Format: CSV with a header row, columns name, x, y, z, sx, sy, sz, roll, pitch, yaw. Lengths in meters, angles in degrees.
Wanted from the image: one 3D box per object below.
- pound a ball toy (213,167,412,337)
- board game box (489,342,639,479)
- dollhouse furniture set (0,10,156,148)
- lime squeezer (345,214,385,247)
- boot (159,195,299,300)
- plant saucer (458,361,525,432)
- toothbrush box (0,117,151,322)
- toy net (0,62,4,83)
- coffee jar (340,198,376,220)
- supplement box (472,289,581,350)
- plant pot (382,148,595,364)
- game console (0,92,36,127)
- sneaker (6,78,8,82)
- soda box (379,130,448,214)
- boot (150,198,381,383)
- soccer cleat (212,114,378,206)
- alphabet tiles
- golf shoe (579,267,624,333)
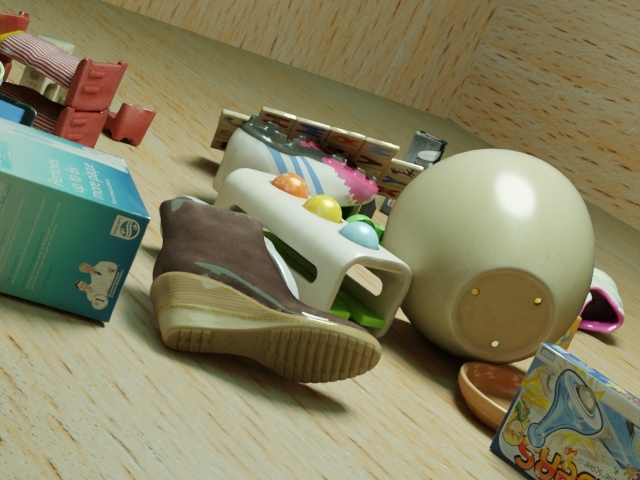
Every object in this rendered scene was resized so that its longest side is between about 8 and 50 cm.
name,x,y,z,sx,sy,sz,roll,pitch,yaw
pound a ball toy,0.000,0.000,1.735,0.208,0.136,0.319,12,18,-42
board game box,0.285,0.215,1.373,0.035,0.136,0.201,11,17,-46
dollhouse furniture set,-0.368,-0.240,2.001,0.201,0.152,0.374,27,13,15
lime squeezer,0.093,0.008,2.048,0.310,0.059,0.110,24,12,-5
boot,-0.080,0.030,1.570,0.123,0.095,0.258,18,18,-47
plant saucer,0.252,0.209,1.562,0.200,0.037,0.200,23,13,-6
toothbrush box,-0.344,-0.047,1.331,0.295,0.126,0.216,18,14,-21
toy net,-0.428,-0.144,1.604,0.122,0.045,0.232,-6,49,-34
coffee jar,0.000,-0.079,2.177,0.184,0.079,0.096,18,20,-24
supplement box,0.313,0.096,2.042,0.078,0.080,0.233,18,13,-23
plant pot,0.223,0.048,1.672,0.284,0.284,0.191,22,23,-9
game console,-0.448,-0.151,1.648,0.144,0.085,0.124,22,8,-4
sneaker,-0.571,-0.321,2.060,0.252,0.111,0.103,29,14,24
soda box,0.176,-0.120,2.455,0.060,0.169,0.053,28,14,16
boot,-0.058,0.044,1.404,0.248,0.090,0.207,11,41,-14
soccer cleat,-0.043,-0.089,2.023,0.116,0.143,0.331,39,12,37
alphabet tiles,-0.010,-0.140,2.184,0.342,0.011,0.285,16,-17,-8
golf shoe,0.385,0.070,2.208,0.306,0.115,0.140,20,17,-13
